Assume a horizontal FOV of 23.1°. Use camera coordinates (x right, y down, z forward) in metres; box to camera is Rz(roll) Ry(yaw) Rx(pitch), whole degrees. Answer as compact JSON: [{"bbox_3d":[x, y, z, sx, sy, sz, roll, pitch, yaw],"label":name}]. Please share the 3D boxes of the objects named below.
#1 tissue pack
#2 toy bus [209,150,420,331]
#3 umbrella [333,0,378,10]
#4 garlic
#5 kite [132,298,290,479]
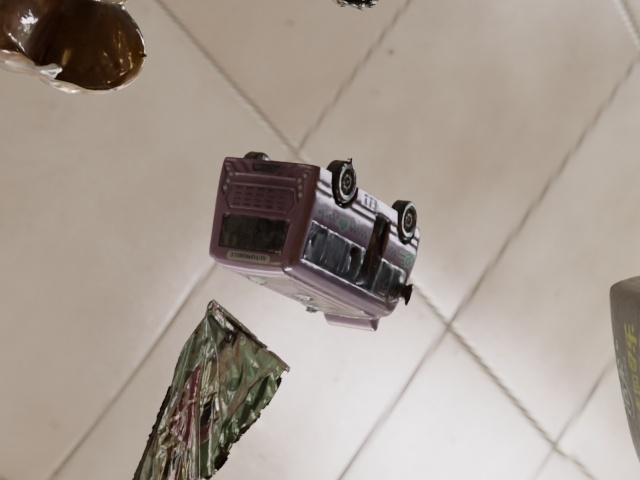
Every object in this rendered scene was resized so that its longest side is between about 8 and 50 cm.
[{"bbox_3d":[0.332,0.130,1.396,0.081,0.257,0.185,-10,94,-3],"label":"tissue pack"},{"bbox_3d":[0.000,0.000,1.241,0.199,0.096,0.108,29,70,-58],"label":"toy bus"},{"bbox_3d":[-0.010,-0.330,1.631,0.337,0.128,0.154,3,93,-55],"label":"umbrella"},{"bbox_3d":[-0.219,-0.167,1.289,0.174,0.124,0.099,24,70,-42],"label":"garlic"},{"bbox_3d":[-0.085,0.140,0.980,0.323,0.013,0.267,-51,157,-48],"label":"kite"}]
